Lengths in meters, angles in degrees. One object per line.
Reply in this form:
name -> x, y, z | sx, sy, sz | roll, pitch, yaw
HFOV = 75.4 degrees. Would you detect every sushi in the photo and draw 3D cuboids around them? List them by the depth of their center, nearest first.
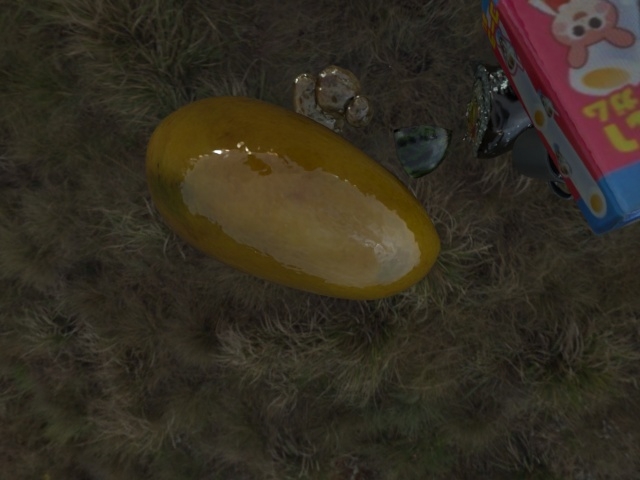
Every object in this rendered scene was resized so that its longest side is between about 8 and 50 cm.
sushi -> 0.474, -0.311, 0.998 | 0.219, 0.238, 0.224 | -1, 78, -4

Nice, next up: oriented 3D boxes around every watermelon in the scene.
watermelon -> 0.328, -0.287, 1.357 | 0.193, 0.137, 0.145 | 2, 88, -1

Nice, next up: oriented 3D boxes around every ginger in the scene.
ginger -> 0.035, -0.440, 1.328 | 0.304, 0.155, 0.244 | 5, 129, 56

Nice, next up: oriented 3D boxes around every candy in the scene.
candy -> 0.302, -0.175, 0.427 | 0.158, 0.100, 0.305 | -24, 72, 13

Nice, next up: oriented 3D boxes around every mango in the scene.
mango -> -0.055, -0.054, 0.561 | 0.446, 0.300, 0.232 | 27, 86, 37

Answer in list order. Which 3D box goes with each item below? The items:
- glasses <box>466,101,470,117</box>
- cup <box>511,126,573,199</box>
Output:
glasses -> 0.643, -0.486, 1.536 | 0.162, 0.095, 0.255 | 51, 142, 3
cup -> 0.299, -0.101, 0.526 | 0.078, 0.077, 0.100 | -18, 102, -5
